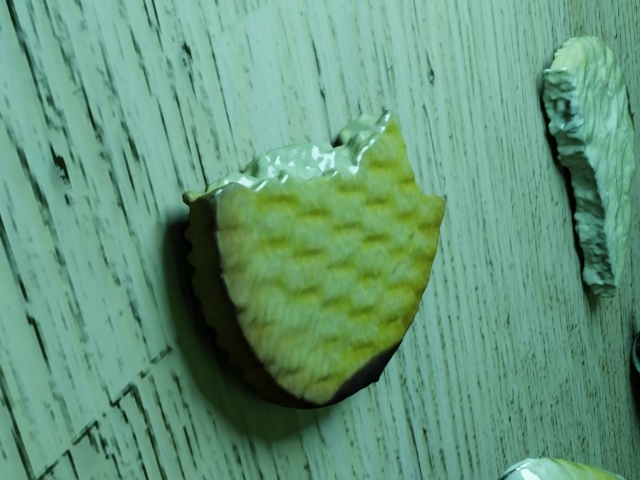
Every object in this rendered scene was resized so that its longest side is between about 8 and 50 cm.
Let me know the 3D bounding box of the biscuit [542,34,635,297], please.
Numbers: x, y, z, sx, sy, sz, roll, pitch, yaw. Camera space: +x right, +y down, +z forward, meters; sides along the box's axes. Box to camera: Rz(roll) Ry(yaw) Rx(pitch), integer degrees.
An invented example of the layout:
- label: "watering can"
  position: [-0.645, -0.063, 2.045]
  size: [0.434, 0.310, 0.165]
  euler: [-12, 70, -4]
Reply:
- label: "biscuit"
  position: [0.234, -0.080, 1.087]
  size: [0.133, 0.032, 0.250]
  euler: [-61, 142, -38]

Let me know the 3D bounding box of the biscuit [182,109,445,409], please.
- label: "biscuit"
  position: [-0.001, 0.000, 0.665]
  size: [0.228, 0.031, 0.176]
  euler: [41, 57, -54]

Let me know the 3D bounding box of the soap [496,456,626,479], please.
- label: "soap"
  position: [0.198, 0.305, 0.762]
  size: [0.335, 0.156, 0.293]
  euler: [56, 15, 26]

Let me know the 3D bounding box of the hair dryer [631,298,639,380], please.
- label: "hair dryer"
  position: [0.374, 0.191, 1.228]
  size: [0.195, 0.078, 0.248]
  euler: [54, 13, -49]
